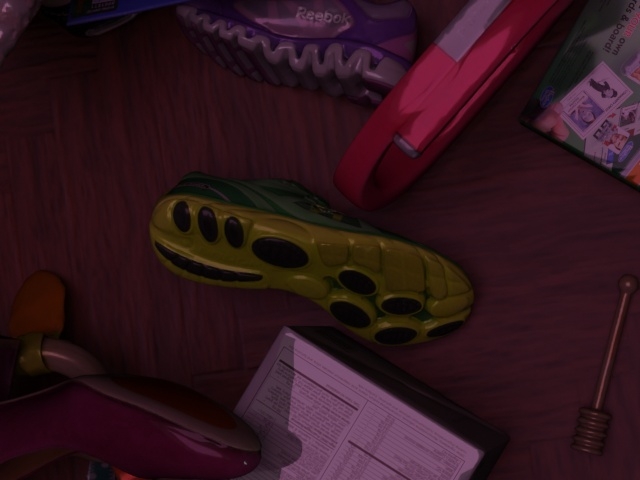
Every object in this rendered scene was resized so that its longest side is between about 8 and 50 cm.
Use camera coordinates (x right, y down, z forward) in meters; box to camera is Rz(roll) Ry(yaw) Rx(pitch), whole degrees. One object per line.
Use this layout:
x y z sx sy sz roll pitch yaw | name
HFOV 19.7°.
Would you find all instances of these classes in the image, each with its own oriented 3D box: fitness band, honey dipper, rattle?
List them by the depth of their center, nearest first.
0.124 -0.139 1.557 0.054 0.209 0.291 43 97 7 | fitness band
0.252 0.108 1.616 0.030 0.030 0.161 14 86 12 | honey dipper
-0.222 0.146 1.709 0.199 0.143 0.130 40 101 -21 | rattle

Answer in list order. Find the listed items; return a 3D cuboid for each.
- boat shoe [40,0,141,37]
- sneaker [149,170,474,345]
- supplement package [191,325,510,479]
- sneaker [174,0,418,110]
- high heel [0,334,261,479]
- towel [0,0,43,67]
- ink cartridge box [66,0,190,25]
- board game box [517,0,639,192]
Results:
-0.127 -0.291 1.679 0.302 0.091 0.114 -27 55 11 | boat shoe
0.000 0.000 1.622 0.295 0.123 0.109 19 125 -6 | sneaker
0.003 0.233 1.570 0.198 0.199 0.263 31 94 12 | supplement package
-0.013 -0.193 1.653 0.236 0.095 0.105 16 77 15 | sneaker
-0.207 0.191 1.519 0.377 0.127 0.181 13 92 41 | high heel
-0.251 -0.336 1.605 0.053 0.317 0.332 24 103 -32 | towel
-0.140 -0.345 1.621 0.185 0.065 0.311 -7 63 22 | ink cartridge box
0.343 -0.187 1.599 0.213 0.046 0.317 31 94 10 | board game box
